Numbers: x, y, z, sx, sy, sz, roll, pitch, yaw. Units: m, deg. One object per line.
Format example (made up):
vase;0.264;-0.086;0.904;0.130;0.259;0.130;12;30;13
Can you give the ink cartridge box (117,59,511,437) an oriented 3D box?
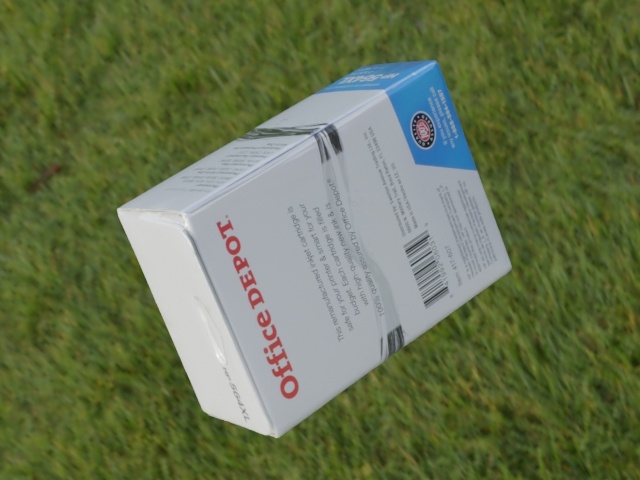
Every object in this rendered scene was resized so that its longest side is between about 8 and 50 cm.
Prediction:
ink cartridge box;0.000;0.000;0.880;0.203;0.148;0.086;-32;22;-29
